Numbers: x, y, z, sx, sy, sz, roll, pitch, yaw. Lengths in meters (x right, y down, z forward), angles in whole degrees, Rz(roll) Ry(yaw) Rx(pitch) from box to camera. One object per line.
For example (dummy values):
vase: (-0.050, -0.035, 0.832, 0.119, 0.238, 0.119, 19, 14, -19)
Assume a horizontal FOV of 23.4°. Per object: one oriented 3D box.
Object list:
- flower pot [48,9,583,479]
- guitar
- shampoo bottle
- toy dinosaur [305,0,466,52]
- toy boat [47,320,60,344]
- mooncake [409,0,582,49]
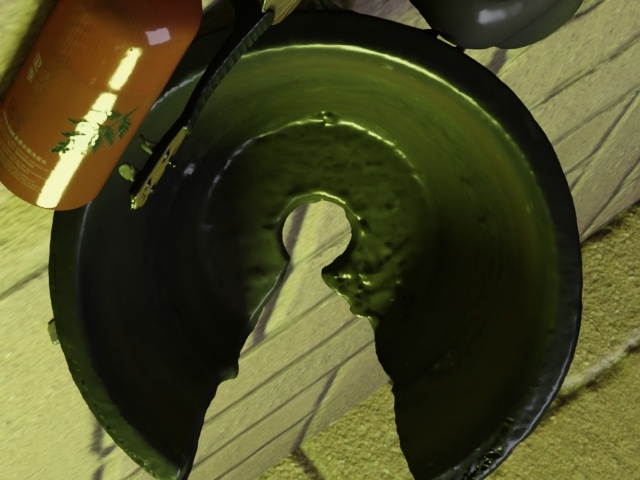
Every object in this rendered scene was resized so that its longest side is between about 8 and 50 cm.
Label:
flower pot: (0.000, 0.000, 1.189, 0.379, 0.379, 0.251, -41, -174, 7)
guitar: (-0.051, -0.135, 0.993, 0.271, 0.038, 0.084, -53, 167, -5)
shampoo bottle: (-0.122, -0.118, 0.899, 0.085, 0.085, 0.244, -26, 161, -43)
toy dinosaur: (0.042, -0.155, 1.162, 0.032, 0.108, 0.220, -68, -163, 2)
toy boat: (-0.181, 0.108, 1.399, 0.096, 0.122, 0.034, -27, 160, -45)
mooncake: (0.178, -0.250, 1.158, 0.275, 0.135, 0.275, -33, 168, -8)
